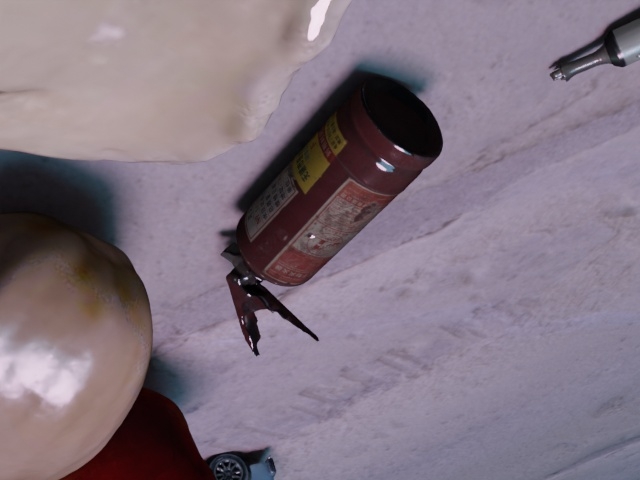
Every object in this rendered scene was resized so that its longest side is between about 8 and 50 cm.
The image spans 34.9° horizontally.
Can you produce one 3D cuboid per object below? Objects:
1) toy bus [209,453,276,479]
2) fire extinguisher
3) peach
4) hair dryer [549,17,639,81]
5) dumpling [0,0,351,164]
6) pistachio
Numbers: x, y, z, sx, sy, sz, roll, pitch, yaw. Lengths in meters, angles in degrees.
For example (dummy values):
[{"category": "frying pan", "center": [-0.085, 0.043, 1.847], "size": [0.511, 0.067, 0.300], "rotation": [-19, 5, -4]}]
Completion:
[{"category": "toy bus", "center": [-0.177, 0.359, 1.173], "size": [0.271, 0.165, 0.133], "rotation": [-6, 146, -22]}, {"category": "fire extinguisher", "center": [-0.006, -0.001, 0.764], "size": [0.075, 0.106, 0.252], "rotation": [-13, 154, -51]}, {"category": "peach", "center": [-0.214, 0.237, 0.920], "size": [0.243, 0.243, 0.199], "rotation": [-16, 110, -7]}, {"category": "hair dryer", "center": [0.261, -0.157, 0.738], "size": [0.198, 0.057, 0.100], "rotation": [-21, 150, 19]}, {"category": "dumpling", "center": [-0.131, -0.162, 0.264], "size": [0.315, 0.233, 0.395], "rotation": [-10, 128, 41]}, {"category": "pistachio", "center": [-0.221, 0.095, 0.722], "size": [0.197, 0.166, 0.288], "rotation": [-42, 170, -51]}]
